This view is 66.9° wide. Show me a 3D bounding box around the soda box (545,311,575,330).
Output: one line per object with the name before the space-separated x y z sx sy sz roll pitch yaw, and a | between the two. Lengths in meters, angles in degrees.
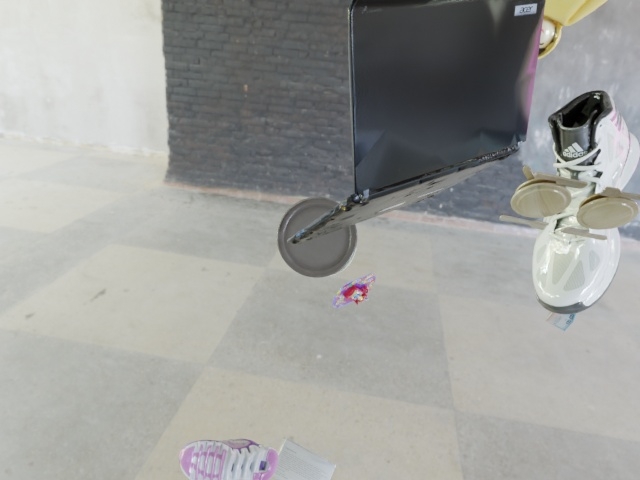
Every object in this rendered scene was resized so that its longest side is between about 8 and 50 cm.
soda box | 0.752 0.184 1.475 0.063 0.058 0.183 30 53 19

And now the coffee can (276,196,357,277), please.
coffee can | 0.000 0.000 1.334 0.201 0.202 0.275 7 -3 4

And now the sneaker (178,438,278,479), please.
sneaker | -0.218 0.494 1.106 0.236 0.095 0.104 21 -8 -35

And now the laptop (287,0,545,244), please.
laptop | 0.088 -0.118 0.509 0.234 0.137 0.264 -19 -5 -27

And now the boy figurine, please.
boy figurine | 0.448 -0.473 0.898 0.177 0.285 0.092 22 48 -2

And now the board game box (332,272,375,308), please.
board game box | 0.118 0.172 1.555 0.168 0.133 0.033 -19 55 -29

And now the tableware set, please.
tableware set | 0.399 -0.063 0.767 0.194 0.128 0.039 11 59 -3

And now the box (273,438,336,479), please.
box | -0.066 0.737 1.557 0.182 0.181 0.119 27 63 4

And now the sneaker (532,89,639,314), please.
sneaker | 0.489 -0.096 0.960 0.169 0.448 0.257 6 -22 47
